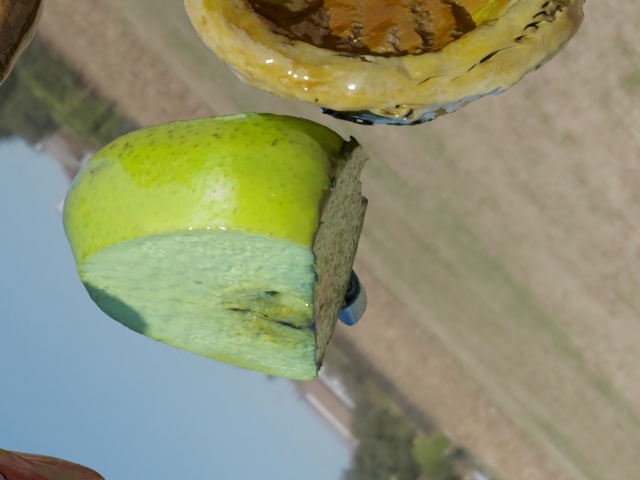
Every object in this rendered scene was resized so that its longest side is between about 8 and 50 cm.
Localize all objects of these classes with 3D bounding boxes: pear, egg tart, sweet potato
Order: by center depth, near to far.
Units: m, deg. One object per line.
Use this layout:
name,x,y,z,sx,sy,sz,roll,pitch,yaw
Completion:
sweet potato,-0.280,-0.257,1.309,0.097,0.097,0.292,48,-157,-56
pear,-0.095,-0.011,1.357,0.292,0.159,0.292,7,150,4
egg tart,0.067,-0.236,1.424,0.388,0.388,0.169,43,157,34

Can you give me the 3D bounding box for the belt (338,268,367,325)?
belt,0.001,0.003,1.525,0.179,0.100,0.065,55,172,29

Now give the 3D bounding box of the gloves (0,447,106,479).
gloves,-0.171,0.181,0.885,0.241,0.145,0.126,56,-160,-73
